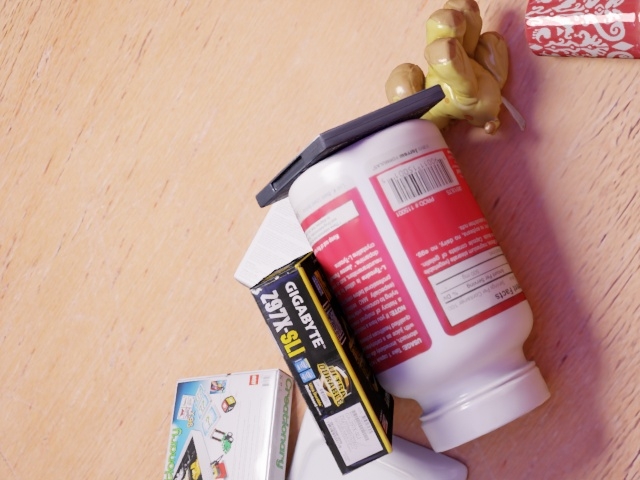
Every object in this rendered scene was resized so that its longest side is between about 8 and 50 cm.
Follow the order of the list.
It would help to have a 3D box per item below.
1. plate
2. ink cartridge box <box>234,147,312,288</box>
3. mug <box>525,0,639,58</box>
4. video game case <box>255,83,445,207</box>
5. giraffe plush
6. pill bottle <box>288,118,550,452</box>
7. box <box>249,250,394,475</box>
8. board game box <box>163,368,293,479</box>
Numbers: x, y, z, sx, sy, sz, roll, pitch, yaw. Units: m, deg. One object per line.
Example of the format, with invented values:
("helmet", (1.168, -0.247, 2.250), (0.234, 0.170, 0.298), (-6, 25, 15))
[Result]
("plate", (0.047, 0.406, 1.731), (0.277, 0.045, 0.278), (20, 93, 29))
("ink cartridge box", (0.000, 0.000, 1.822), (0.189, 0.066, 0.232), (26, 83, 30))
("mug", (0.383, -0.306, 1.634), (0.169, 0.150, 0.113), (4, 121, 34))
("video game case", (0.035, -0.126, 1.652), (0.026, 0.196, 0.274), (63, 155, 5))
("giraffe plush", (0.170, -0.218, 1.711), (0.170, 0.181, 0.210), (-18, 109, 37))
("pill bottle", (0.140, 0.062, 1.605), (0.229, 0.229, 0.408), (-29, 83, 23))
("box", (0.011, 0.147, 1.591), (0.079, 0.322, 0.257), (-28, 90, 5))
("board game box", (-0.147, 0.351, 1.795), (0.193, 0.053, 0.305), (-9, 62, 29))
